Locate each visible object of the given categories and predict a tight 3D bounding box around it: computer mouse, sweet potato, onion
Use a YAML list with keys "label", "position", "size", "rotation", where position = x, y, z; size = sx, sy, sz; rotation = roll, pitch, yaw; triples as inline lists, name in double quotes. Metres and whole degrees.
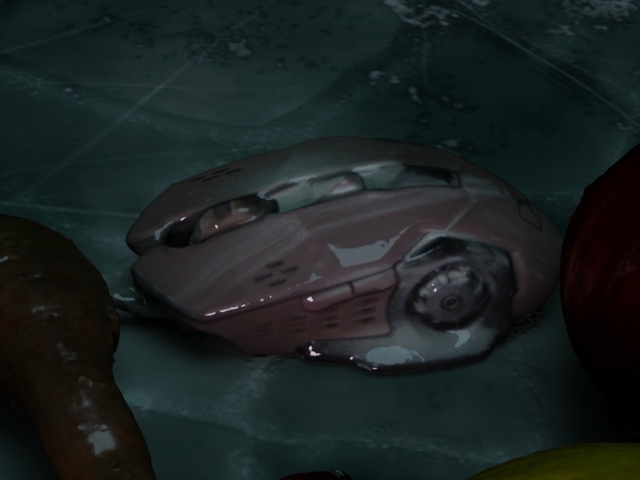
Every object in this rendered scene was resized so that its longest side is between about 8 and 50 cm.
- label: "computer mouse"
  position: [0.002, -0.005, 1.242]
  size: [0.389, 0.115, 0.199]
  rotation: [-3, 38, -13]
- label: "sweet potato"
  position: [-0.178, 0.072, 1.090]
  size: [0.109, 0.109, 0.385]
  rotation: [-13, 32, -23]
- label: "onion"
  position: [0.294, 0.045, 1.131]
  size: [0.276, 0.276, 0.276]
  rotation: [4, 40, -4]

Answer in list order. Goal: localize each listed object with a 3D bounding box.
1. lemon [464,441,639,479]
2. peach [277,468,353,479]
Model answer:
- label: "lemon"
  position: [0.168, 0.228, 0.884]
  size: [0.310, 0.253, 0.253]
  rotation: [5, 37, -28]
- label: "peach"
  position: [-0.033, 0.215, 1.007]
  size: [0.189, 0.068, 0.279]
  rotation: [18, 41, 11]
